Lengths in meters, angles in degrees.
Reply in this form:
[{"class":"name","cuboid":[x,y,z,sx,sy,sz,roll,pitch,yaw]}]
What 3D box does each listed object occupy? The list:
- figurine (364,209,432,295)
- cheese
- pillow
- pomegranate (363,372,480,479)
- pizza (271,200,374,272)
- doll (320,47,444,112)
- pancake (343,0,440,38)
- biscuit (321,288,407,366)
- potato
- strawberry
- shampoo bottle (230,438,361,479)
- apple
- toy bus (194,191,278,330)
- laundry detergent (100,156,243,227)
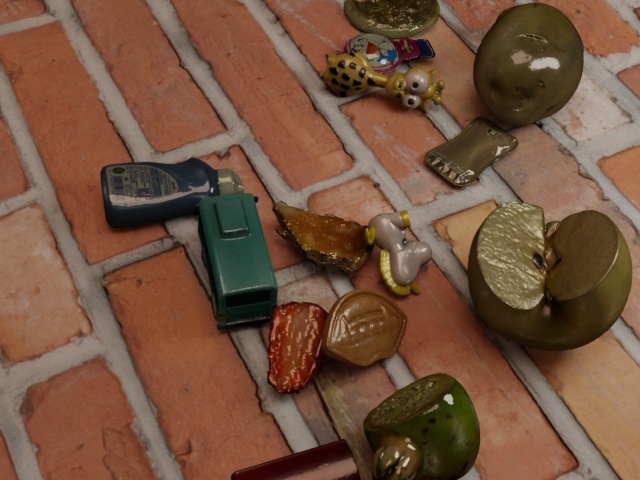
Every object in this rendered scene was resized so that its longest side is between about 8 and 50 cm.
[{"class":"figurine","cuboid":[0.156,0.027,1.783,0.130,0.109,0.178,-34,96,-38]},{"class":"cheese","cuboid":[0.160,-0.463,2.183,0.244,0.062,0.155,-8,51,-11]},{"class":"pillow","cuboid":[0.344,-0.201,2.010,0.217,0.033,0.130,-34,60,-26]},{"class":"pomegranate","cuboid":[0.180,0.337,1.473,0.190,0.241,0.159,-29,94,9]},{"class":"pizza","cuboid":[0.000,0.000,1.805,0.226,0.069,0.147,13,42,-5]},{"class":"doll","cuboid":[0.145,-0.372,2.085,0.291,0.117,0.086,15,32,5]},{"class":"pancake","cuboid":[0.191,-0.611,2.315,0.254,0.037,0.253,2,52,-2]},{"class":"biscuit","cuboid":[0.083,0.160,1.656,0.221,0.029,0.142,-10,79,-42]},{"class":"potato","cuboid":[0.490,-0.417,2.071,0.243,0.221,0.326,23,50,16]},{"class":"strawberry","cuboid":[-0.046,0.202,1.648,0.121,0.082,0.188,13,66,13]},{"class":"shampoo bottle","cuboid":[-0.067,0.414,1.485,0.260,0.064,0.102,-13,58,-13]},{"class":"apple","cuboid":[0.430,0.073,1.680,0.295,0.233,0.257,-1,38,13]},{"class":"toy bus","cuboid":[-0.163,0.031,1.724,0.128,0.147,0.256,-8,54,-13]},{"class":"laundry detergent","cuboid":[-0.309,-0.106,1.860,0.290,0.094,0.143,-6,47,-12]}]
